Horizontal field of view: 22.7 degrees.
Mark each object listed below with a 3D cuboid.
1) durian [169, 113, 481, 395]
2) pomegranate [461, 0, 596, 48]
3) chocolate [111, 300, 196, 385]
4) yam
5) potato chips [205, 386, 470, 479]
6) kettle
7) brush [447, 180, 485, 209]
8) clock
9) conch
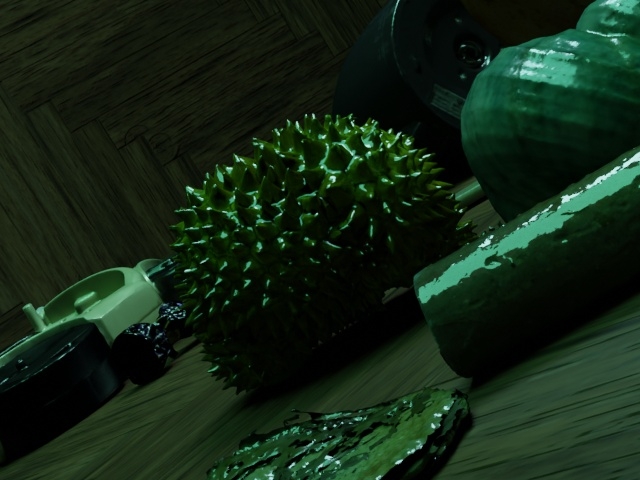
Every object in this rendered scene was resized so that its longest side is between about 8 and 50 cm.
[{"bbox_3d":[-0.004,0.000,1.194,0.236,0.177,0.200,-18,29,17],"label":"durian"},{"bbox_3d":[0.258,-0.256,1.305,0.338,0.338,0.338,-31,6,3],"label":"pomegranate"},{"bbox_3d":[-0.161,0.101,1.712,0.147,0.072,0.070,-26,-43,-57],"label":"chocolate"},{"bbox_3d":[0.133,0.007,0.871,0.169,0.068,0.068,-31,6,6],"label":"yam"},{"bbox_3d":[-0.016,0.131,0.836,0.202,0.029,0.220,-32,8,-7],"label":"potato chips"},{"bbox_3d":[0.100,-0.144,1.837,0.290,0.207,0.268,-33,29,59],"label":"kettle"},{"bbox_3d":[0.092,-0.016,1.516,0.336,0.020,0.085,-31,6,11],"label":"brush"},{"bbox_3d":[-0.289,0.129,1.854,0.276,0.120,0.379,-21,12,38],"label":"clock"},{"bbox_3d":[0.189,-0.093,1.091,0.202,0.134,0.196,-31,7,14],"label":"conch"}]
